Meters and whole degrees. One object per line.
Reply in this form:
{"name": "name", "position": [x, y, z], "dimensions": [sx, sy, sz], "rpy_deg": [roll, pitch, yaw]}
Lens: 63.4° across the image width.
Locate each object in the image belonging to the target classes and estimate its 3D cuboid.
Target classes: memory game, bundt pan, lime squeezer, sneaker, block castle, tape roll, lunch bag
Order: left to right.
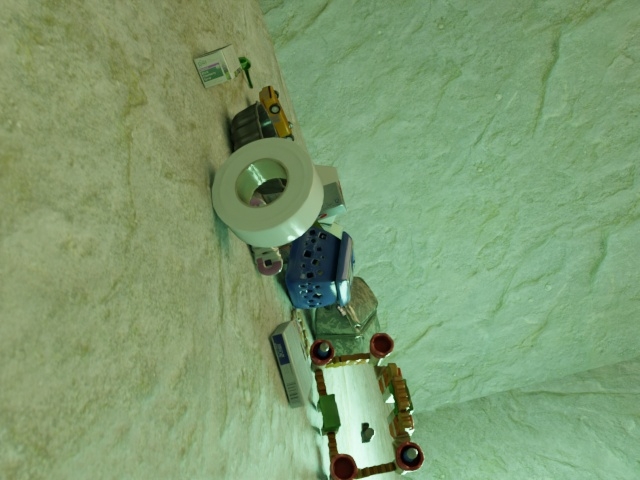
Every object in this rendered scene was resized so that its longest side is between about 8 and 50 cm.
{"name": "lime squeezer", "position": [-0.333, -0.720, 2.185], "dimensions": [0.310, 0.058, 0.110], "rpy_deg": [-66, 168, -81]}
{"name": "bundt pan", "position": [-0.214, -0.306, 1.796], "dimensions": [0.331, 0.124, 0.331], "rpy_deg": [-16, 90, -82]}
{"name": "sneaker", "position": [-0.178, -0.014, 1.577], "dimensions": [0.104, 0.095, 0.237], "rpy_deg": [-102, 179, -78]}
{"name": "tape roll", "position": [-0.139, -0.128, 1.364], "dimensions": [0.100, 0.286, 0.286], "rpy_deg": [58, 17, -60]}
{"name": "memory game", "position": [-0.069, 0.331, 1.849], "dimensions": [0.186, 0.012, 0.186], "rpy_deg": [-18, 90, -82]}
{"name": "lunch bag", "position": [0.105, 0.304, 2.109], "dimensions": [0.305, 0.212, 0.256], "rpy_deg": [-34, 114, -60]}
{"name": "block castle", "position": [0.139, 0.537, 1.683], "dimensions": [0.213, 0.302, 0.454], "rpy_deg": [100, -18, -54]}

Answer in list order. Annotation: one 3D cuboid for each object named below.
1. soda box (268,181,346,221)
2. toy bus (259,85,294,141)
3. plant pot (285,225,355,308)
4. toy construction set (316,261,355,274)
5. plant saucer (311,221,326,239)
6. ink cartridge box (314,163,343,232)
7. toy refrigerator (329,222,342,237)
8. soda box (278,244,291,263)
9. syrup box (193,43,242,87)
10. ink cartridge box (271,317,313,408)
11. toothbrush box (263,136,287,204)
{"name": "soda box", "position": [-0.055, -0.117, 1.898], "dimensions": [0.091, 0.286, 0.098], "rpy_deg": [48, 24, -71]}
{"name": "toy bus", "position": [-0.203, -0.513, 2.292], "dimensions": [0.333, 0.130, 0.108], "rpy_deg": [63, 13, -50]}
{"name": "plant pot", "position": [0.009, 0.100, 1.843], "dimensions": [0.236, 0.212, 0.236], "rpy_deg": [79, 16, -58]}
{"name": "toy construction set", "position": [0.000, 0.100, 2.241], "dimensions": [0.237, 0.257, 0.309], "rpy_deg": [31, -24, 15]}
{"name": "plant saucer", "position": [0.000, 0.000, 2.024], "dimensions": [0.188, 0.045, 0.188], "rpy_deg": [53, -9, 41]}
{"name": "ink cartridge box", "position": [-0.010, -0.147, 2.154], "dimensions": [0.273, 0.114, 0.197], "rpy_deg": [111, -22, -43]}
{"name": "toy refrigerator", "position": [0.001, -0.060, 2.392], "dimensions": [0.094, 0.102, 0.269], "rpy_deg": [23, 4, -24]}
{"name": "soda box", "position": [-0.116, 0.054, 1.949], "dimensions": [0.183, 0.058, 0.063], "rpy_deg": [6, 67, -81]}
{"name": "syrup box", "position": [-0.327, -0.568, 1.680], "dimensions": [0.237, 0.093, 0.096], "rpy_deg": [-91, 162, -64]}
{"name": "ink cartridge box", "position": [-0.082, 0.362, 1.568], "dimensions": [0.224, 0.045, 0.224], "rpy_deg": [-17, 91, -83]}
{"name": "toothbrush box", "position": [-0.150, -0.232, 2.075], "dimensions": [0.216, 0.126, 0.296], "rpy_deg": [66, 10, -49]}
